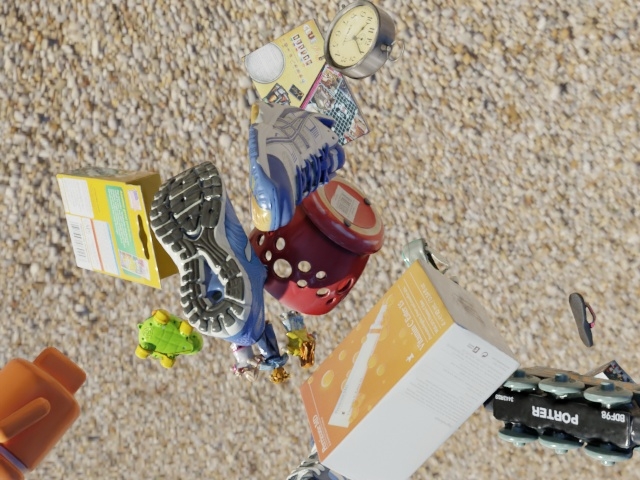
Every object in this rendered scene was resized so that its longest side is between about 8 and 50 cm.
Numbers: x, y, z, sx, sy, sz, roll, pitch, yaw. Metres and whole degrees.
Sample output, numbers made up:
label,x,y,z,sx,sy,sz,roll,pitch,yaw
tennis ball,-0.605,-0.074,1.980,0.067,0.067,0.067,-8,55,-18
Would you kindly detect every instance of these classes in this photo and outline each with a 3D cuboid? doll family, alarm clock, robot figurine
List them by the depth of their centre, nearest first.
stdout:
label,x,y,z,sx,sy,sz,roll,pitch,yaw
robot figurine,-0.418,0.249,1.199,0.219,0.158,0.128,-52,135,-26
alarm clock,0.081,-0.337,1.503,0.064,0.192,0.129,19,98,-40
doll family,-0.103,0.278,2.263,0.263,0.163,0.118,-18,174,-27

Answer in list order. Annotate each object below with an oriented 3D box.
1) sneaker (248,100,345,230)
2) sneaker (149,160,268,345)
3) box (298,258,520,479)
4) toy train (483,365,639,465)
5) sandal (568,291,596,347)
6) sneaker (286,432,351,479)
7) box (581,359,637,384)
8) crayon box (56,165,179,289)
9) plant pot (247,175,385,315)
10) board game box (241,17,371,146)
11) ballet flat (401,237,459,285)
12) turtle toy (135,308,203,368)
label,x,y,z,sx,sy,sz,roll,pitch,yaw
sneaker,-0.029,-0.110,1.150,0.131,0.296,0.112,3,122,-3
sneaker,-0.163,0.024,1.340,0.129,0.330,0.147,-23,146,8
box,0.147,0.243,1.562,0.168,0.215,0.345,33,106,-26
toy train,0.452,0.292,1.534,0.190,0.334,0.142,-4,93,-42
sandal,0.636,0.184,2.109,0.040,0.067,0.179,-26,127,-1
sneaker,-0.001,0.450,1.852,0.130,0.236,0.322,-23,160,34
box,0.598,0.350,1.838,0.044,0.159,0.233,-37,170,-24
crayon box,-0.385,-0.032,1.716,0.083,0.323,0.203,-22,111,-38
plant pot,0.000,0.000,1.427,0.191,0.191,0.174,26,124,-29
board game box,-0.026,-0.284,1.713,0.165,0.042,0.243,-25,92,13
ballet flat,0.250,0.082,1.823,0.068,0.072,0.213,-30,111,21
turtle toy,-0.262,0.169,1.536,0.130,0.066,0.095,27,99,-27
